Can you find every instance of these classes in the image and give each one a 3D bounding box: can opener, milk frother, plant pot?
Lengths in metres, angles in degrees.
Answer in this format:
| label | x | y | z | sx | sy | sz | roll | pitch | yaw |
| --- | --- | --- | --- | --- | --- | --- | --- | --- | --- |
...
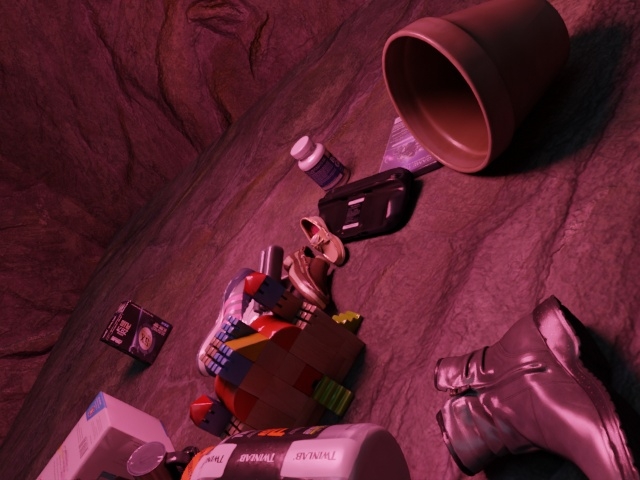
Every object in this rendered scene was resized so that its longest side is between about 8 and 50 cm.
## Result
| label | x | y | z | sx | sy | sz | roll | pitch | yaw |
| --- | --- | --- | --- | --- | --- | --- | --- | --- | --- |
| can opener | -0.114 | 0.149 | 1.184 | 0.074 | 0.093 | 0.280 | -29 | 54 | 50 |
| milk frother | -0.339 | 0.492 | 1.115 | 0.129 | 0.134 | 0.143 | -22 | 28 | -12 |
| plant pot | 0.334 | -0.346 | 1.028 | 0.280 | 0.323 | 0.323 | -36 | 27 | -8 |

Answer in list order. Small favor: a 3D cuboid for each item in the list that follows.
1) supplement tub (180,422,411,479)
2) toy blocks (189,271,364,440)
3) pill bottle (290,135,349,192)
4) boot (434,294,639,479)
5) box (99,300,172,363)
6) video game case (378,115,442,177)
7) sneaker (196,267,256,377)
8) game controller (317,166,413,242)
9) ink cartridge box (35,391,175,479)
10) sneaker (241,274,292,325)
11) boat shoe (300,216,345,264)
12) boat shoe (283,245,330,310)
| label | x | y | z | sx | sy | sz | roll | pitch | yaw |
| --- | --- | --- | --- | --- | --- | --- | --- | --- | --- |
| supplement tub | -0.044 | 0.371 | 0.725 | 0.316 | 0.193 | 0.193 | -16 | 42 | 30 |
| toy blocks | -0.098 | 0.242 | 0.937 | 0.191 | 0.261 | 0.381 | 8 | 63 | 58 |
| pill bottle | -0.003 | -0.220 | 1.458 | 0.094 | 0.169 | 0.094 | -35 | 32 | 26 |
| boot | 0.259 | 0.238 | 0.607 | 0.223 | 0.118 | 0.338 | -40 | 18 | 23 |
| box | -0.616 | 0.309 | 1.692 | 0.077 | 0.180 | 0.147 | -14 | 44 | 48 |
| video game case | 0.246 | -0.260 | 1.301 | 0.196 | 0.026 | 0.274 | -19 | 41 | 44 |
| sneaker | -0.200 | 0.211 | 1.317 | 0.131 | 0.112 | 0.319 | -5 | 52 | 31 |
| game controller | 0.097 | -0.078 | 1.263 | 0.319 | 0.067 | 0.166 | -13 | 64 | 50 |
| ink cartridge box | -0.533 | 0.564 | 1.241 | 0.270 | 0.197 | 0.198 | -55 | 29 | -10 |
| sneaker | -0.125 | 0.180 | 1.247 | 0.095 | 0.090 | 0.235 | -21 | 40 | 27 |
| boat shoe | 0.000 | 0.000 | 1.255 | 0.170 | 0.059 | 0.063 | 51 | 124 | 41 |
| boat shoe | -0.022 | 0.075 | 1.214 | 0.095 | 0.095 | 0.257 | -43 | 28 | 0 |
